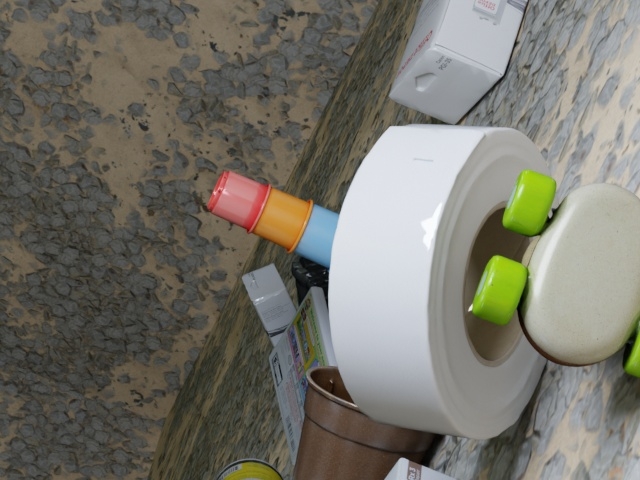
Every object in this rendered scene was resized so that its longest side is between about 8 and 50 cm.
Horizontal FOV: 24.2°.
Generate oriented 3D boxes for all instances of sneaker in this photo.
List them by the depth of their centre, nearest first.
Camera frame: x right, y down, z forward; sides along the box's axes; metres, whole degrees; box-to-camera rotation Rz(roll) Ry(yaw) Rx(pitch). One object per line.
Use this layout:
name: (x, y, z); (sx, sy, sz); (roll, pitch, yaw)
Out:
sneaker: (0.014, 0.112, 2.490); (0.267, 0.101, 0.106); (-106, 7, -65)

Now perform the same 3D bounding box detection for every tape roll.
tape roll: (0.121, 0.034, 1.357); (0.286, 0.100, 0.286); (-13, -74, -56)

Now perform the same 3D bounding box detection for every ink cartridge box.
ink cartridge box: (0.219, -0.339, 2.200); (0.207, 0.117, 0.283); (133, 158, -67)
ink cartridge box: (-0.069, 0.128, 2.498); (0.063, 0.150, 0.109); (-25, 27, -3)

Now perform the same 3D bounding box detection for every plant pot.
plant pot: (0.040, 0.248, 1.697); (0.167, 0.167, 0.165); (-111, 38, -78)

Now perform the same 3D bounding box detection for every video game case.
video game case: (-0.020, 0.213, 2.334); (0.193, 0.023, 0.212); (120, 146, -43)

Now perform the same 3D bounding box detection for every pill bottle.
pill bottle: (-0.105, 0.418, 2.260); (0.208, 0.119, 0.119); (-109, 42, -77)

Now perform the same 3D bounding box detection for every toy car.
toy car: (0.206, 0.041, 1.235); (0.188, 0.155, 0.149); (107, -176, -77)

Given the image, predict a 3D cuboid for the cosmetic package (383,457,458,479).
cosmetic package: (0.064, 0.343, 1.532); (0.117, 0.085, 0.231); (-78, 15, -49)

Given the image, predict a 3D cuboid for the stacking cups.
stacking cups: (0.000, 0.000, 2.021); (0.096, 0.316, 0.096); (-159, 90, -80)
